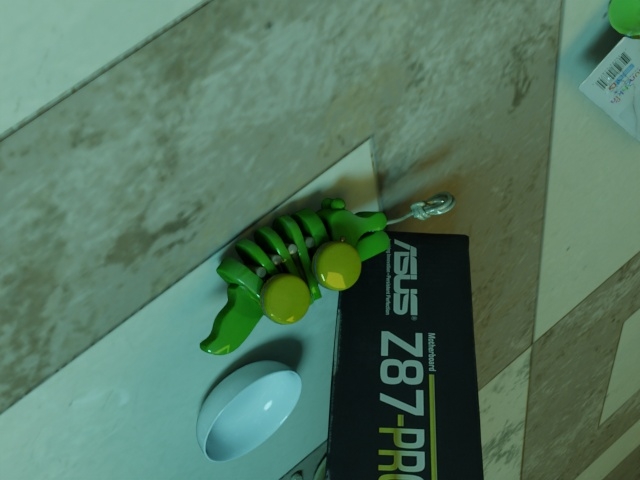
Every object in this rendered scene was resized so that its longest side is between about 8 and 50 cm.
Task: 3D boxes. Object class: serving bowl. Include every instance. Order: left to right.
[{"bbox_3d":[-0.053,0.111,0.693,0.083,0.027,0.083,-33,148,-23],"label":"serving bowl"}]

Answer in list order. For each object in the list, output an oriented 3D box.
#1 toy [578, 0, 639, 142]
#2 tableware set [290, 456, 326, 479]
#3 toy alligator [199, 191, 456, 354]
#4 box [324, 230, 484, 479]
[{"bbox_3d":[0.278,-0.139,0.784,0.137,0.056,0.237,-50,146,14],"label":"toy"},{"bbox_3d":[0.036,0.236,0.948,0.128,0.039,0.194,-34,149,-21],"label":"tableware set"},{"bbox_3d":[0.000,0.000,0.606,0.189,0.056,0.051,-33,107,-23],"label":"toy alligator"},{"bbox_3d":[0.047,0.240,0.677,0.318,0.097,0.395,-81,173,-48],"label":"box"}]
